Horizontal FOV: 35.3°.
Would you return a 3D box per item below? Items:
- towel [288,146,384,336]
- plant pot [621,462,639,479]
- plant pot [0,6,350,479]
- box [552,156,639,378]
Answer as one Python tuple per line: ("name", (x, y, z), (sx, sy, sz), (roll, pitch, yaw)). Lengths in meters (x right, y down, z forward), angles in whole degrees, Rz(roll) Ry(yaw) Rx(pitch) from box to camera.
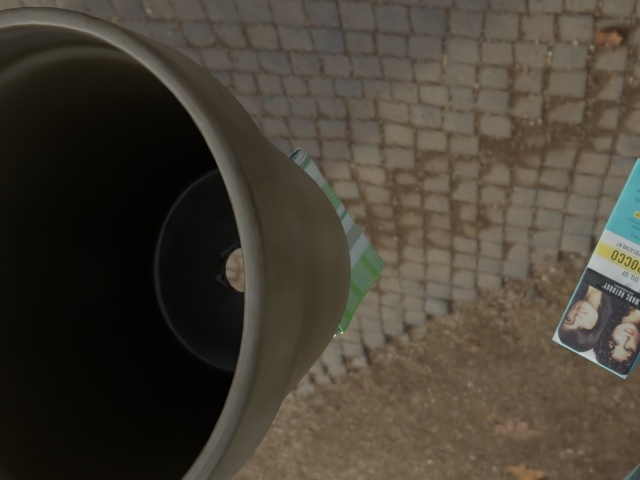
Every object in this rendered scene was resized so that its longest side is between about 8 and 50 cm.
("towel", (0.000, 0.000, 0.950), (0.023, 0.113, 0.152), (-16, 120, 45))
("plant pot", (0.221, 0.271, 0.548), (0.290, 0.290, 0.195), (25, 136, -12))
("plant pot", (-0.116, 0.025, 0.702), (0.323, 0.323, 0.280), (-4, 178, 26))
("box", (0.371, 0.030, 1.178), (0.100, 0.060, 0.244), (28, 110, 23))
